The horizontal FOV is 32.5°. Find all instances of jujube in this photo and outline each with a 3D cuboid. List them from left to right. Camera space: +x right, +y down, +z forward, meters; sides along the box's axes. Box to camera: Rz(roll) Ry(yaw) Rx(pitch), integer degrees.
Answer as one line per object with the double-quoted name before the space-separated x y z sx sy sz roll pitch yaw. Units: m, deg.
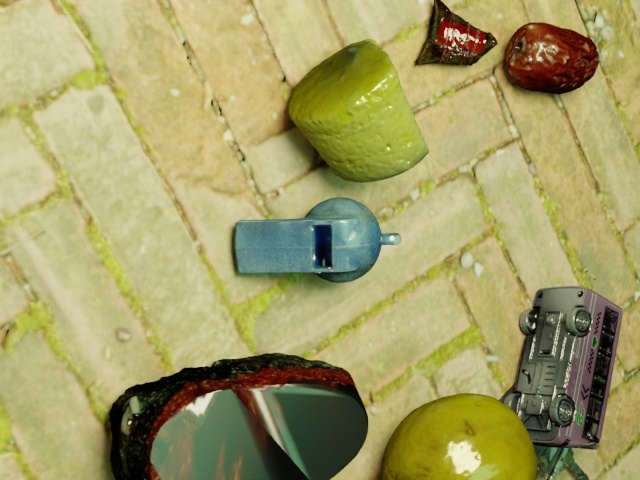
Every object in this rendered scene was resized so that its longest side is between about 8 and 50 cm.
"jujube" 0.260 -0.202 1.228 0.129 0.077 0.077 -1 91 -44

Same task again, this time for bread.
"bread" 0.036 -0.121 1.055 0.111 0.129 0.114 -30 117 10

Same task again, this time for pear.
"pear" 0.141 0.231 1.110 0.162 0.149 0.149 -21 102 -35

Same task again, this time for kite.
"kite" 0.263 0.274 1.267 0.245 0.015 0.141 48 68 -20

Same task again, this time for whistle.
"whistle" 0.000 0.000 1.065 0.157 0.090 0.090 -1 91 6

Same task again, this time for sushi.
"sushi" -0.074 0.173 0.987 0.225 0.126 0.136 -10 98 -27

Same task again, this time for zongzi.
"zongzi" 0.132 -0.205 1.163 0.083 0.067 0.073 36 83 -9

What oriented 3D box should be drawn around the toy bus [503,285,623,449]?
"toy bus" 0.276 0.146 1.226 0.098 0.087 0.178 24 73 -32
